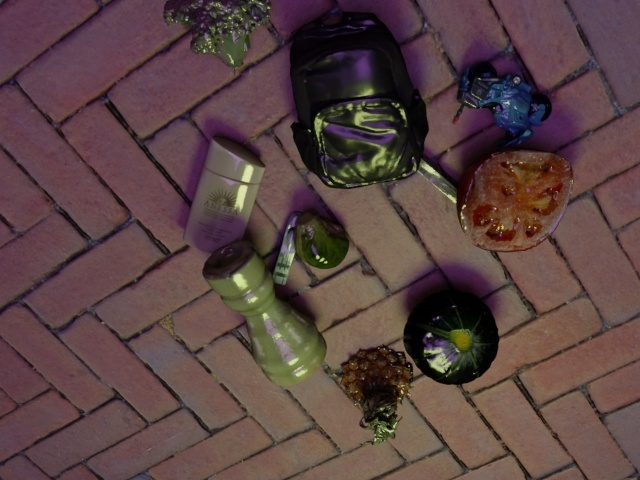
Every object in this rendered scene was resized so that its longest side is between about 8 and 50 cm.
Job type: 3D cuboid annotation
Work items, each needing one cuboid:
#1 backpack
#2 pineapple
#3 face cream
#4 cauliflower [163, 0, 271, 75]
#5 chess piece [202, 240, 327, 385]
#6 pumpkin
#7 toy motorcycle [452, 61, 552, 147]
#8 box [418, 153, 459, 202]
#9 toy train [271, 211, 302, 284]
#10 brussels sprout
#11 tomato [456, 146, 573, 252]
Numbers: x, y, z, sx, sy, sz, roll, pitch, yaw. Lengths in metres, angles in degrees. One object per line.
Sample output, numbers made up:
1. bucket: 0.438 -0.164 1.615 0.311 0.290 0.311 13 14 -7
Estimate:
1. backpack: 0.087 -0.362 1.735 0.363 0.255 0.446 -8 131 7
2. pineapple: 0.186 0.520 2.171 0.262 0.272 0.263 1 118 1
3. face cream: -0.279 -0.122 1.964 0.173 0.081 0.349 18 117 -9
4. cauliflower: -0.245 -0.541 1.701 0.256 0.239 0.315 -28 134 -12
5. chess piece: -0.168 0.212 2.025 0.234 0.234 0.442 -21 121 13
6. pumpkin: 0.398 0.295 2.089 0.295 0.296 0.296 1 117 2
7. toy motorcycle: 0.481 -0.352 1.803 0.272 0.123 0.182 26 94 -13
8. box: 0.327 -0.188 1.924 0.207 0.050 0.041 37 117 -16
9. toy train: -0.099 0.023 2.049 0.052 0.051 0.234 14 117 -9
10. brussels sprout: -0.004 0.007 1.984 0.183 0.131 0.145 29 100 -24
11. tomato: 0.519 -0.128 1.883 0.338 0.144 0.338 -5 117 -9
